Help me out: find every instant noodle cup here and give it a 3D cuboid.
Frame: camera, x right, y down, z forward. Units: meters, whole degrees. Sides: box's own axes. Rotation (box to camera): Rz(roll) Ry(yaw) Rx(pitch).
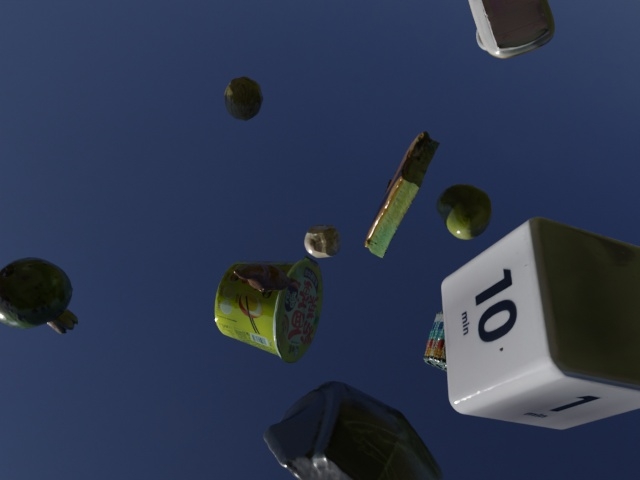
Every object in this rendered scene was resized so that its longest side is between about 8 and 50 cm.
[{"bbox_3d":[-0.152,0.183,1.812,0.221,0.311,0.311,9,-144,23],"label":"instant noodle cup"}]

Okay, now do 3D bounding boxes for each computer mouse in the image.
[{"bbox_3d":[0.033,0.148,0.444,0.126,0.231,0.071,38,-96,8],"label":"computer mouse"},{"bbox_3d":[0.327,-0.432,1.090,0.126,0.056,0.245,-17,-106,15],"label":"computer mouse"}]

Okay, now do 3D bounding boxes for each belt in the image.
[{"bbox_3d":[0.361,0.255,1.379,0.257,0.207,0.150,23,-101,-13],"label":"belt"}]

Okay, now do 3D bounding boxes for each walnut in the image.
[{"bbox_3d":[-0.161,-0.296,1.294,0.092,0.092,0.092,10,-139,-9],"label":"walnut"}]

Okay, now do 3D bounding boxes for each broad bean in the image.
[{"bbox_3d":[0.346,-0.073,1.485,0.082,0.124,0.174,37,-170,-36],"label":"broad bean"}]

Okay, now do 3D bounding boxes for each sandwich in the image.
[{"bbox_3d":[0.166,-0.094,1.304,0.063,0.212,0.245,23,-97,3],"label":"sandwich"}]

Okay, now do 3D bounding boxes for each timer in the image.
[{"bbox_3d":[0.285,0.111,0.769,0.194,0.195,0.192,14,-122,-19],"label":"timer"}]

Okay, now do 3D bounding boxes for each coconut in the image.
[{"bbox_3d":[0.000,0.000,1.975,0.124,0.110,0.110,0,-148,29],"label":"coconut"}]

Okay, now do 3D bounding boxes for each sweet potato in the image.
[{"bbox_3d":[-0.140,0.082,1.406,0.068,0.068,0.226,46,-165,29],"label":"sweet potato"}]

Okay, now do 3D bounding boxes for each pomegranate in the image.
[{"bbox_3d":[-0.727,0.153,1.593,0.202,0.248,0.202,-16,-141,13],"label":"pomegranate"}]

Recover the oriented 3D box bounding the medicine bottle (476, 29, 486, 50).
[{"bbox_3d":[0.434,-0.478,1.433,0.130,0.080,0.080,-6,-134,-28],"label":"medicine bottle"}]
